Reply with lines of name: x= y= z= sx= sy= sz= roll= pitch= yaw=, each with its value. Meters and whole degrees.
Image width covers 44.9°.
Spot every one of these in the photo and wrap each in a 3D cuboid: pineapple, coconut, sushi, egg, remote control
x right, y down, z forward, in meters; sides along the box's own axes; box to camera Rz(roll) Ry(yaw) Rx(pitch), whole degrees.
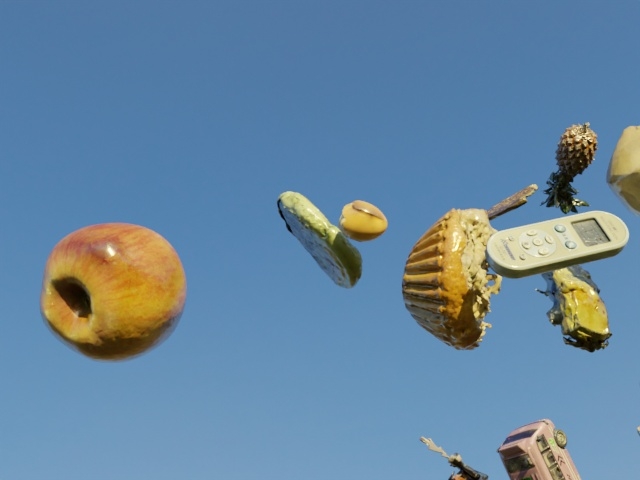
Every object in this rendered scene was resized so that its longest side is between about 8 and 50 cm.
pineapple: x=0.562 y=-0.162 z=1.720 sx=0.103 sy=0.083 sz=0.221 roll=2 pitch=-57 yaw=-8
coconut: x=0.735 y=-0.159 z=1.695 sx=0.224 sy=0.224 sz=0.224 roll=-5 pitch=-47 yaw=-5
sushi: x=0.568 y=0.133 z=1.799 sx=0.139 sy=0.291 sz=0.131 roll=17 pitch=-51 yaw=-14
egg: x=0.075 y=-0.031 z=1.353 sx=0.083 sy=0.071 sz=0.071 roll=21 pitch=-49 yaw=8
remote control: x=0.382 y=0.008 z=1.255 sx=0.244 sy=0.087 sz=0.047 roll=-11 pitch=-43 yaw=-11

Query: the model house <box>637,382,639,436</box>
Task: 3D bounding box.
model house: x=0.663 y=0.340 z=1.278 sx=0.271 sy=0.301 sz=0.190 roll=43 pitch=-41 yaw=1

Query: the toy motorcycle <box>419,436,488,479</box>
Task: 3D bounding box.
toy motorcycle: x=0.408 y=0.674 z=2.036 sx=0.207 sy=0.401 sz=0.134 roll=-36 pitch=-37 yaw=-31

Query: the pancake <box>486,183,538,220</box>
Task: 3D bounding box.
pancake: x=0.446 y=-0.091 z=1.780 sx=0.190 sy=0.020 sz=0.184 roll=-32 pitch=1 yaw=-26

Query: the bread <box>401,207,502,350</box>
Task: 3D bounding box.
bread: x=0.246 y=0.071 z=1.430 sx=0.149 sy=0.274 sz=0.274 roll=-4 pitch=-42 yaw=27

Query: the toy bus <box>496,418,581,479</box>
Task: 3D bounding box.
toy bus: x=0.392 y=0.422 z=1.348 sx=0.108 sy=0.199 sz=0.096 roll=-13 pitch=-16 yaw=-44

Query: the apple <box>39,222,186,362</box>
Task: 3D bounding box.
apple: x=-0.305 y=0.075 z=1.141 sx=0.211 sy=0.211 sz=0.188 roll=-40 pitch=-13 yaw=25

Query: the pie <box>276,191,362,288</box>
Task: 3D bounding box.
pie: x=0.000 y=0.000 z=1.498 sx=0.054 sy=0.240 sz=0.240 roll=-39 pitch=-47 yaw=-11
